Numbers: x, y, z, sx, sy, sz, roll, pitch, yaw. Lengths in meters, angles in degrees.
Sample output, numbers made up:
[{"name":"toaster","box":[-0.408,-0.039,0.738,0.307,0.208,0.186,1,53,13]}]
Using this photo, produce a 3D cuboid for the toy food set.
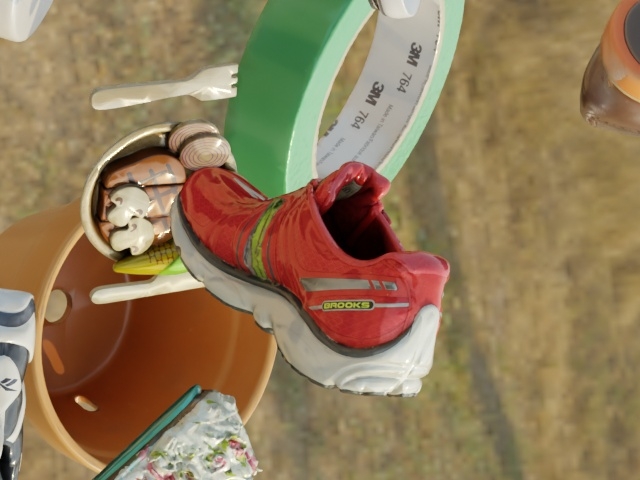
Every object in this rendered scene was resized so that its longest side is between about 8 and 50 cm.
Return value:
[{"name":"toy food set","box":[-0.111,-0.031,1.297,0.038,0.132,0.192,-128,-146,-49]}]

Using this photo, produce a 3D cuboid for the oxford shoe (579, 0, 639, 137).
[{"name":"oxford shoe","box":[0.385,-0.128,1.415,0.133,0.364,0.130,116,-23,-62]}]

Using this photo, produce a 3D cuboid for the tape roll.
[{"name":"tape roll","box":[0.028,-0.161,1.708,0.321,0.077,0.321,-48,153,-34]}]

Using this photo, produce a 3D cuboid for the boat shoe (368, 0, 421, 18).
[{"name":"boat shoe","box":[0.018,-0.269,1.269,0.080,0.076,0.228,-42,121,-64]}]

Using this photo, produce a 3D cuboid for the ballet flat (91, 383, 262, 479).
[{"name":"ballet flat","box":[-0.138,0.191,1.127,0.077,0.241,0.091,50,2,-6]}]

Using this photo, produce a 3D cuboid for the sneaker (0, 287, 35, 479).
[{"name":"sneaker","box":[-0.278,0.130,1.266,0.094,0.235,0.153,14,67,-38]}]

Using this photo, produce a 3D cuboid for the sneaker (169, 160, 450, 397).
[{"name":"sneaker","box":[0.000,0.000,1.128,0.107,0.279,0.118,10,107,-36]}]

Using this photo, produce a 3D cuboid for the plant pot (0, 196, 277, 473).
[{"name":"plant pot","box":[-0.214,0.076,1.743,0.291,0.203,0.291,-8,102,-41]}]

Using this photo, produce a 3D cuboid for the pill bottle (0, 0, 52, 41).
[{"name":"pill bottle","box":[-0.348,-0.260,1.250,0.188,0.334,0.188,19,90,-88]}]
